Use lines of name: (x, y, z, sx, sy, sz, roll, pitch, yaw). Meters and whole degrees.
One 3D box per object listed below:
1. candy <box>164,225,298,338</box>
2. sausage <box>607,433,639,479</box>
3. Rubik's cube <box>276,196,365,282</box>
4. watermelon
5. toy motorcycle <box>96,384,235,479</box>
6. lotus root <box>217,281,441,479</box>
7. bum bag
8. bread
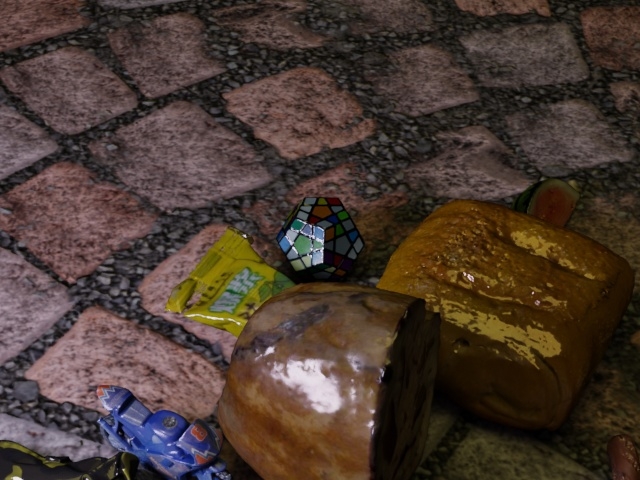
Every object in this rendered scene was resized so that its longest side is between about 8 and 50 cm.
candy: (-0.055, 0.108, 2.106, 0.297, 0.081, 0.187, 31, 48, 13)
sausage: (0.389, 0.312, 1.940, 0.036, 0.042, 0.158, 35, 37, -23)
Rubik's cube: (0.000, 0.000, 2.212, 0.112, 0.133, 0.133, -30, 46, 0)
watermelon: (0.331, -0.053, 2.328, 0.087, 0.069, 0.163, 21, 46, 20)
toy motorcycle: (-0.191, 0.253, 1.905, 0.205, 0.114, 0.076, 23, 45, 20)
lotus root: (0.022, 0.164, 1.878, 0.250, 0.316, 0.316, 20, 43, 21)
bum bag: (-0.343, 0.294, 1.885, 0.232, 0.060, 0.107, 4, 43, 13)
bread: (0.243, 0.078, 2.093, 0.328, 0.148, 0.337, 26, 44, 17)
